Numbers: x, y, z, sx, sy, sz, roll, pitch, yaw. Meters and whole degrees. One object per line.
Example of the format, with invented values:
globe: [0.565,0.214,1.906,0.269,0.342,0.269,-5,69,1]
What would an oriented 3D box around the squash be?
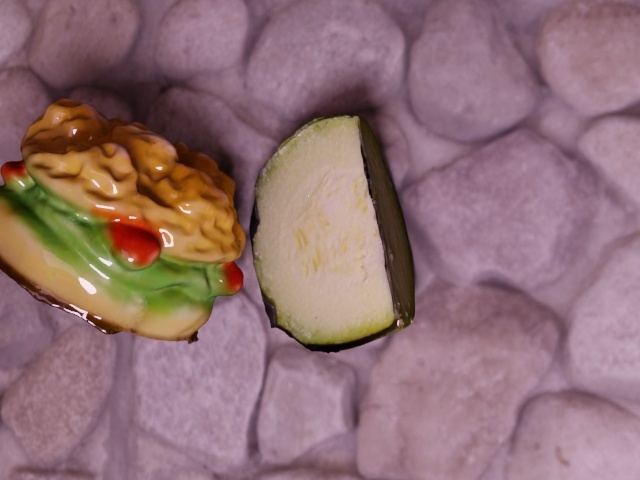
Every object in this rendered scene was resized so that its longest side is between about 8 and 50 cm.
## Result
squash: [0.021,-0.002,1.221,0.184,0.085,0.192,-19,78,53]

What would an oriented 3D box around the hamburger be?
hamburger: [-0.161,-0.023,1.216,0.237,0.237,0.149,33,100,22]
